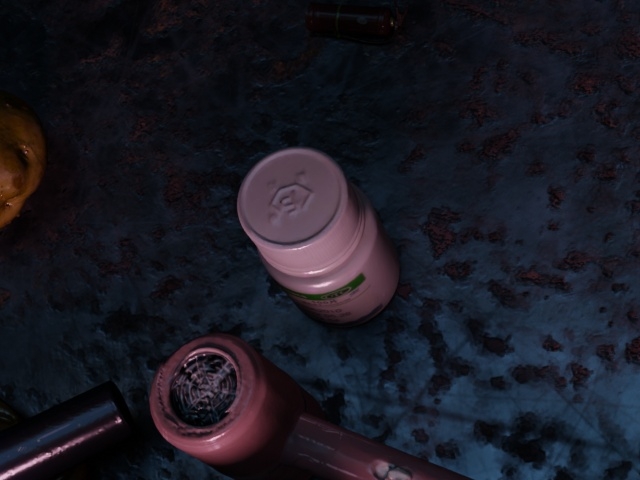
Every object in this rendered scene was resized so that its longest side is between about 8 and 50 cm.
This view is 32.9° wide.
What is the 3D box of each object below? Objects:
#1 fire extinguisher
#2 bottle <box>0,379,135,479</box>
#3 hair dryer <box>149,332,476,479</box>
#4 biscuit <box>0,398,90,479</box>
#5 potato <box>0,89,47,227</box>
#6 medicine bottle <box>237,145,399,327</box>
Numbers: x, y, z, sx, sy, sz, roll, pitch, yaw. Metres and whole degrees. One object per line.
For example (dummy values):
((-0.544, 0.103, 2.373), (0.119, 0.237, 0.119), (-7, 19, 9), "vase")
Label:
((0.047, -0.280, 1.382), (0.132, 0.039, 0.056), (8, 104, 18), "fire extinguisher")
((-0.327, 0.239, 1.198), (0.244, 0.072, 0.082), (-24, 25, -5), "bottle")
((0.018, 0.208, 1.081), (0.352, 0.210, 0.125), (15, 72, 25), "hair dryer")
((-0.397, 0.334, 1.242), (0.314, 0.063, 0.367), (-37, 63, 0), "biscuit")
((-0.506, -0.116, 1.414), (0.369, 0.176, 0.195), (16, 113, 29), "potato")
((0.000, 0.000, 1.171), (0.139, 0.237, 0.139), (-5, 69, 14), "medicine bottle")
